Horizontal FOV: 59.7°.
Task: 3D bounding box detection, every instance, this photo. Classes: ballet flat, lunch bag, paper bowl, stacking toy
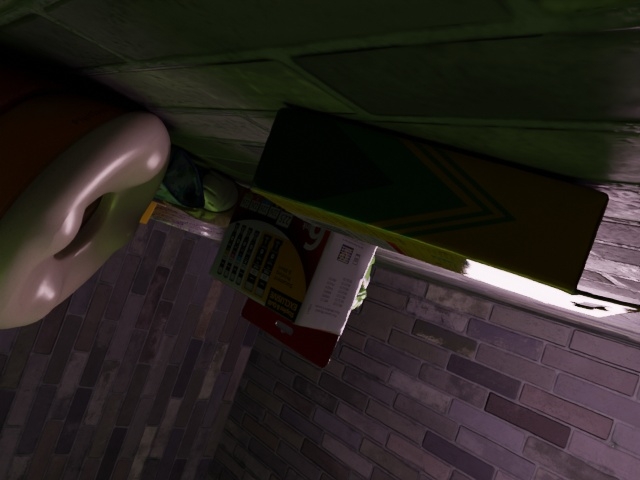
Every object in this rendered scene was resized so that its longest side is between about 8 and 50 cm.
[{"bbox_3d":[-0.284,-0.125,1.205,0.343,0.116,0.124,24,159,-3],"label":"ballet flat"},{"bbox_3d":[-0.302,-0.122,1.079,0.129,0.096,0.151,19,156,24],"label":"lunch bag"},{"bbox_3d":[-0.385,-0.110,1.554,0.284,0.148,0.284,19,177,1],"label":"paper bowl"},{"bbox_3d":[-0.479,-0.147,0.742,0.480,0.350,0.350,38,176,-2],"label":"stacking toy"}]

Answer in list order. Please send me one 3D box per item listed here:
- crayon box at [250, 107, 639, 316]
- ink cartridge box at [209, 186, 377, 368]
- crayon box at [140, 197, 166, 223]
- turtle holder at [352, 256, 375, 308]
[{"bbox_3d":[0.122,-0.017,0.515,0.319,0.081,0.202,19,178,17],"label":"crayon box"},{"bbox_3d":[-0.073,0.063,1.097,0.130,0.271,0.309,23,178,-42],"label":"ink cartridge box"},{"bbox_3d":[-0.515,-0.149,1.326,0.203,0.083,0.323,22,-165,-40],"label":"crayon box"},{"bbox_3d":[0.041,0.091,1.540,0.320,0.227,0.243,16,-179,37],"label":"turtle holder"}]
